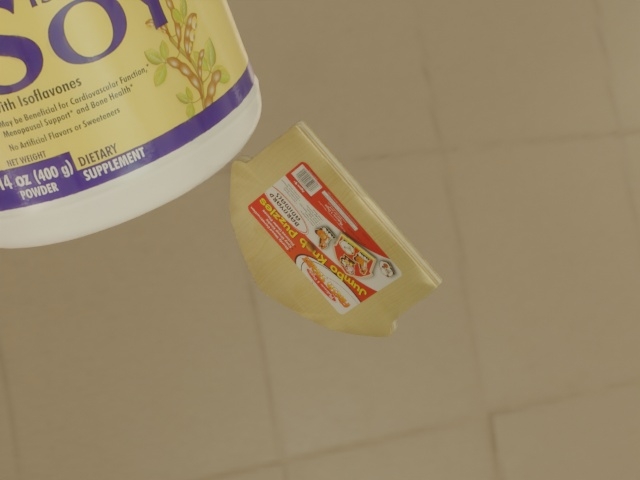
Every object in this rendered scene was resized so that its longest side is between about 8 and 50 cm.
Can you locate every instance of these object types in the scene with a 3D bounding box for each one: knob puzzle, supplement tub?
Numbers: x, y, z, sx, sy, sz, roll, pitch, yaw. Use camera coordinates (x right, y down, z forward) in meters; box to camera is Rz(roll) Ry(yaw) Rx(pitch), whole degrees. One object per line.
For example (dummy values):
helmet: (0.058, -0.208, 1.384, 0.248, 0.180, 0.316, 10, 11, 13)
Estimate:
knob puzzle: (0.000, 0.000, 1.554, 0.030, 0.213, 0.213, -44, 109, -35)
supplement tub: (-0.199, -0.188, 1.265, 0.241, 0.241, 0.331, -39, 118, -38)
